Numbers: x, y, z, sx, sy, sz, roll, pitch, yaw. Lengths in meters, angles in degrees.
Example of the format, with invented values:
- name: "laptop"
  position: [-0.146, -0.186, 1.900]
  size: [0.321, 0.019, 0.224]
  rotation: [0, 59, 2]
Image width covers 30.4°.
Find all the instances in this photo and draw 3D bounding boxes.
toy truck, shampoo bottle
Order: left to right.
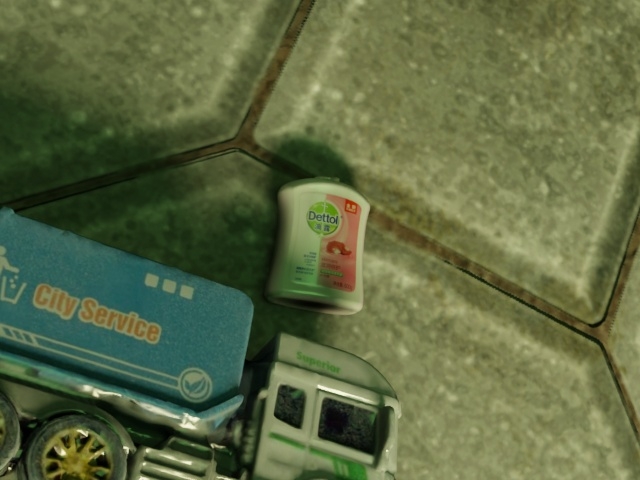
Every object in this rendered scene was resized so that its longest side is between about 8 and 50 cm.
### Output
- name: "toy truck"
  position: [-0.127, 0.110, 0.722]
  size: [0.367, 0.146, 0.175]
  rotation: [21, 60, -15]
- name: "shampoo bottle"
  position: [0.000, 0.000, 0.855]
  size: [0.072, 0.043, 0.099]
  rotation: [11, 74, -17]
